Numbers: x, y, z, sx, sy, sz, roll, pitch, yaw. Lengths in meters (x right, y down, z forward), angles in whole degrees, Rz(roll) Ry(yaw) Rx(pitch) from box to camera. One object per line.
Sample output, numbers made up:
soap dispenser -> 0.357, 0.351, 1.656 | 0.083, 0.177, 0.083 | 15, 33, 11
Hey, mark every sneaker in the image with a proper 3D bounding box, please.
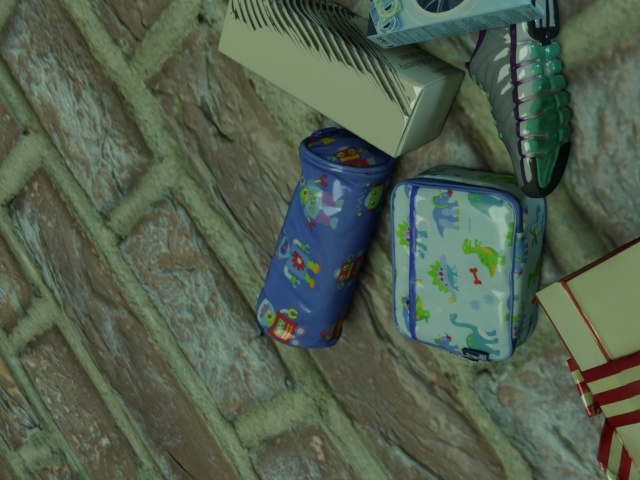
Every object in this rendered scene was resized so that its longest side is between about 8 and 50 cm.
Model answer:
sneaker -> 0.205, -0.157, 0.858 | 0.098, 0.083, 0.224 | 3, 100, 47

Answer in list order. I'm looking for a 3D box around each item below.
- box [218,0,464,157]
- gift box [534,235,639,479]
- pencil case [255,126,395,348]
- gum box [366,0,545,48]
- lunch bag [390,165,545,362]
box -> 0.019, -0.211, 0.944 | 0.275, 0.113, 0.094 | 33, 124, 20
gift box -> 0.362, 0.093, 0.667 | 0.277, 0.255, 0.258 | 67, 158, 12
pencil case -> 0.000, 0.000, 1.043 | 0.133, 0.119, 0.306 | 37, 128, 29
gum box -> 0.139, -0.290, 0.821 | 0.184, 0.041, 0.157 | -2, 79, 37
lunch bag -> 0.166, 0.027, 0.950 | 0.176, 0.090, 0.219 | 15, 116, 35
